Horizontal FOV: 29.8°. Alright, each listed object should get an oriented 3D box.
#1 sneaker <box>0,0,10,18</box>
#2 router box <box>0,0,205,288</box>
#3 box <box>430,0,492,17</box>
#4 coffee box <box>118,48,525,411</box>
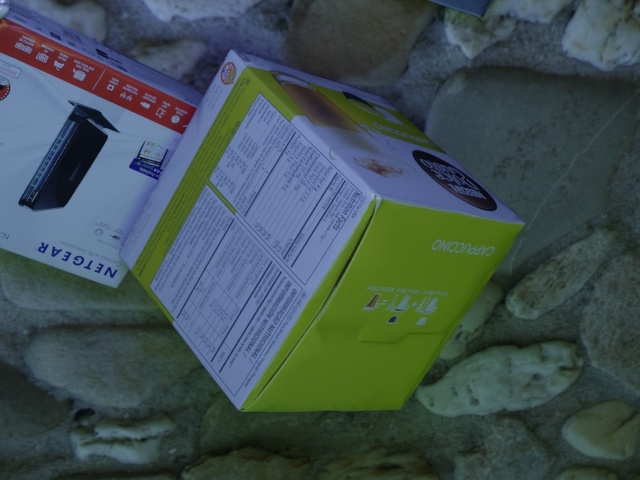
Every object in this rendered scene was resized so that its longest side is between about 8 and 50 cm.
[{"bbox_3d":[-0.450,-0.367,1.370,0.129,0.111,0.297,-14,129,2],"label":"sneaker"},{"bbox_3d":[-0.348,-0.120,1.610,0.335,0.082,0.301,22,112,-33],"label":"router box"},{"bbox_3d":[0.161,-0.422,1.628,0.232,0.059,0.183,13,118,-28],"label":"box"},{"bbox_3d":[0.000,0.000,1.622,0.337,0.334,0.338,8,121,-49],"label":"coffee box"}]
